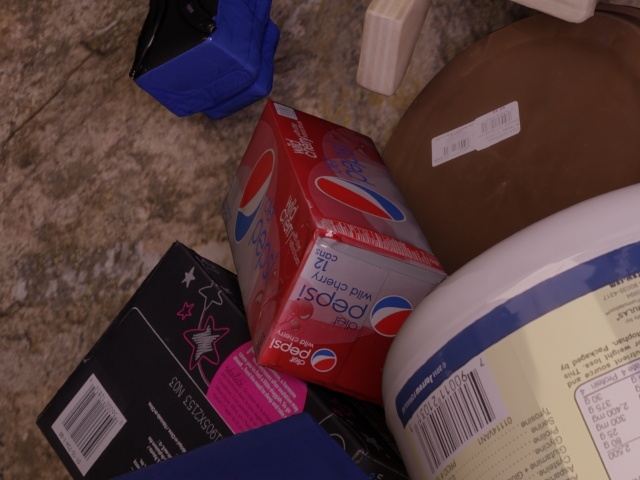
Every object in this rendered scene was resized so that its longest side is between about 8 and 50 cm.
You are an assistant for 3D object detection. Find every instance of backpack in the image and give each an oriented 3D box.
[{"bbox_3d":[-0.084,-0.161,1.337,0.098,0.101,0.120,-20,49,30],"label":"backpack"}]

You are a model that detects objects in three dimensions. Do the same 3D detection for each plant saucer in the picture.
[{"bbox_3d":[0.133,-0.036,1.113,0.278,0.041,0.278,-22,52,32],"label":"plant saucer"}]

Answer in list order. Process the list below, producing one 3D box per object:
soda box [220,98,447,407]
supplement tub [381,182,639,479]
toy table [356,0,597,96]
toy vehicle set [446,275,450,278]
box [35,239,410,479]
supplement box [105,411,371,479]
[{"bbox_3d":[0.000,0.000,1.087,0.263,0.083,0.092,-110,43,-68],"label":"soda box"},{"bbox_3d":[0.184,0.158,0.779,0.235,0.235,0.325,-33,62,23],"label":"supplement tub"},{"bbox_3d":[0.080,-0.231,1.110,0.274,0.252,0.161,12,46,21],"label":"toy table"},{"bbox_3d":[0.133,0.152,0.939,0.166,0.035,0.267,4,64,7],"label":"toy vehicle set"},{"bbox_3d":[-0.040,0.145,1.083,0.163,0.142,0.247,-52,42,6],"label":"box"},{"bbox_3d":[-0.040,0.297,0.814,0.195,0.356,0.194,-18,36,-25],"label":"supplement box"}]
